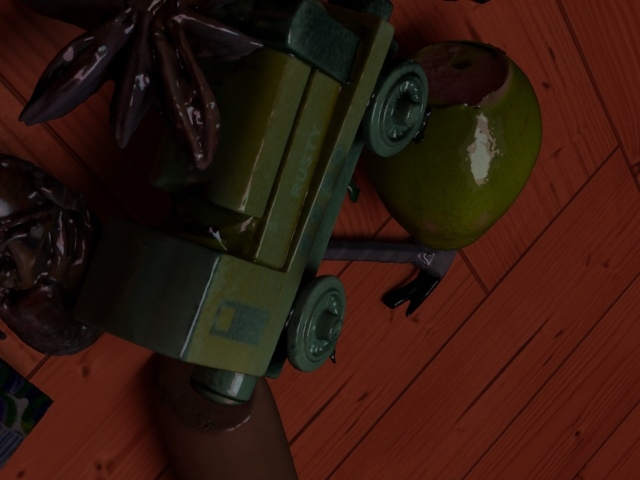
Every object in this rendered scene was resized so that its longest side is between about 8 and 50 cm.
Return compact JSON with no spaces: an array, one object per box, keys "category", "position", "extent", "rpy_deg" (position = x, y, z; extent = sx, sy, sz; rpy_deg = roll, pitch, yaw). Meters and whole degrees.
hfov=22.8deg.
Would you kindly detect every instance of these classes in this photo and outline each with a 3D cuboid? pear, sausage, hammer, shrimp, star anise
[{"category":"pear","position":[0.130,-0.090,1.578],"extent":[0.187,0.187,0.219],"rpy_deg":[-36,146,-22]},{"category":"sausage","position":[-0.095,0.210,1.607],"extent":[0.123,0.123,0.253],"rpy_deg":[-37,139,-21]},{"category":"hammer","position":[0.001,0.001,1.617],"extent":[0.427,0.044,0.152],"rpy_deg":[6,114,-47]},{"category":"shrimp","position":[-0.267,-0.007,1.267],"extent":[0.145,0.116,0.343],"rpy_deg":[-62,144,-14]},{"category":"star anise","position":[-0.142,-0.163,1.216],"extent":[0.229,0.236,0.093],"rpy_deg":[-37,180,-13]}]

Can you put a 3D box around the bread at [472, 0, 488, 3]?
[{"category":"bread","position":[0.079,-0.321,1.387],"extent":[0.244,0.123,0.190],"rpy_deg":[3,114,-48]}]

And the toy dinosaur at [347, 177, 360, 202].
[{"category":"toy dinosaur","position":[0.000,-0.054,1.563],"extent":[0.120,0.029,0.060],"rpy_deg":[-18,109,-44]}]

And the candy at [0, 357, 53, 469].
[{"category":"candy","position":[-0.339,0.096,1.312],"extent":[0.088,0.061,0.312],"rpy_deg":[-50,143,-8]}]

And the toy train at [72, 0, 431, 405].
[{"category":"toy train","position":[-0.050,-0.051,1.364],"extent":[0.253,0.160,0.397],"rpy_deg":[22,88,-60]}]
